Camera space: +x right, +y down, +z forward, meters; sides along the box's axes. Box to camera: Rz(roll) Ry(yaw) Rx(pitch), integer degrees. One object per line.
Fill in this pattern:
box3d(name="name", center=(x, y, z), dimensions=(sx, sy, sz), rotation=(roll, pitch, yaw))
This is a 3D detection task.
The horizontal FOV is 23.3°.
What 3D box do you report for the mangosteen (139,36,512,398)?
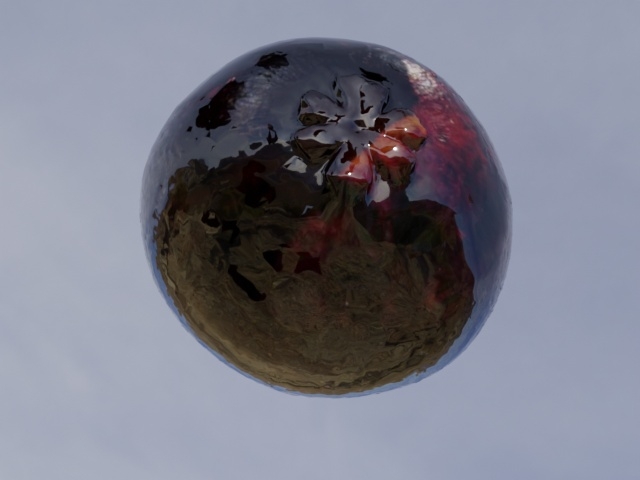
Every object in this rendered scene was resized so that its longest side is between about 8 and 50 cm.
box3d(name="mangosteen", center=(0.000, 0.000, 1.287), dimensions=(0.306, 0.307, 0.347), rotation=(17, -33, 0))
